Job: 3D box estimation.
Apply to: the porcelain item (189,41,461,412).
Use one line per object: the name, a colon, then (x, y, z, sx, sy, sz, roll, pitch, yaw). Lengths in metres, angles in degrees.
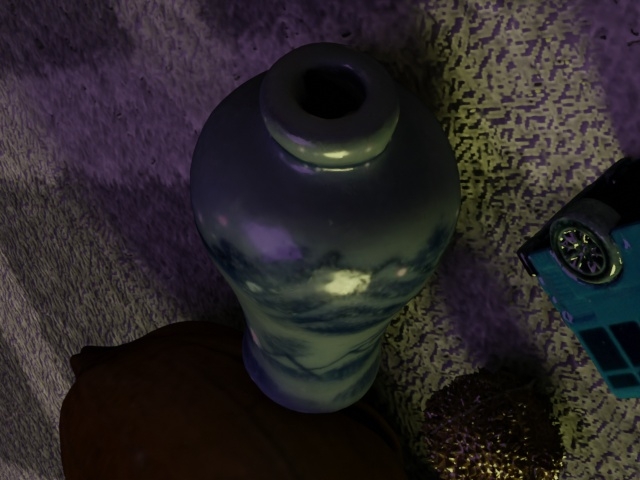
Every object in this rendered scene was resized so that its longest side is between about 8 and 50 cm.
porcelain item: (0.000, 0.000, 0.688, 0.141, 0.141, 0.259, 41, 154, 20)

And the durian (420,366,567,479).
durian: (0.099, 0.113, 0.704, 0.080, 0.080, 0.091, 101, 147, -49)

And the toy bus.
toy bus: (0.179, 0.000, 0.490, 0.106, 0.090, 0.184, 58, 150, -7)

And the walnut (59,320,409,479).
walnut: (-0.066, 0.161, 0.855, 0.336, 0.209, 0.209, 37, 144, 33)
